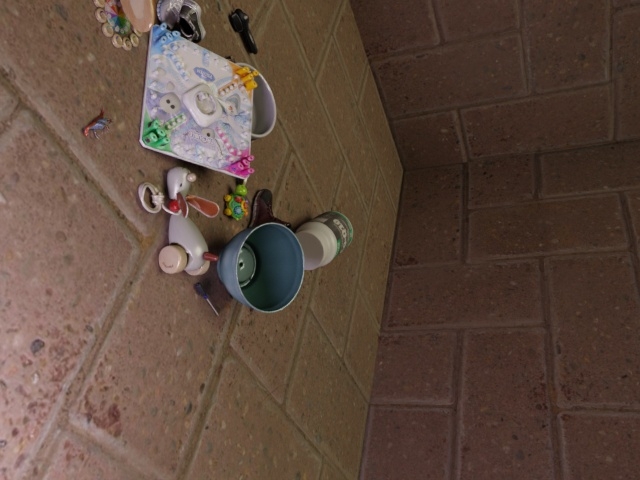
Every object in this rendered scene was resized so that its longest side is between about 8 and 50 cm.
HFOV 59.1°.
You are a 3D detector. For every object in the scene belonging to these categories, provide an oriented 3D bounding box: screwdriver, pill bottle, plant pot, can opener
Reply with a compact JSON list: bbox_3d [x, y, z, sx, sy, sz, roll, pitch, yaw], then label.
[{"bbox_3d":[-0.360,0.194,1.825,0.170,0.025,0.024,63,31,-41],"label":"screwdriver"},{"bbox_3d":[0.000,0.000,2.513,0.361,0.204,0.205,-36,119,-64],"label":"pill bottle"},{"bbox_3d":[-0.223,0.086,1.899,0.292,0.196,0.294,-2,93,-45],"label":"plant pot"},{"bbox_3d":[-0.292,-0.809,2.192,0.059,0.073,0.186,52,-8,42],"label":"can opener"}]

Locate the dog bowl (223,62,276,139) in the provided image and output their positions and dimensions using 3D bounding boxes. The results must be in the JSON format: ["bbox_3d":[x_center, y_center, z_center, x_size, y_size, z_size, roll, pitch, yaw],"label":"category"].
[{"bbox_3d":[-0.280,-0.479,1.983,0.264,0.104,0.265,20,65,-50],"label":"dog bowl"}]

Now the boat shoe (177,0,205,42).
[{"bbox_3d":[-0.412,-0.666,1.763,0.070,0.077,0.219,-64,-177,-10],"label":"boat shoe"}]

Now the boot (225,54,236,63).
[{"bbox_3d":[-0.317,-0.644,2.098,0.118,0.042,0.087,-66,137,-62],"label":"boot"}]

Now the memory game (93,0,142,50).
[{"bbox_3d":[-0.552,-0.618,1.551,0.186,0.012,0.186,-5,90,-67],"label":"memory game"}]

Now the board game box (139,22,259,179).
[{"bbox_3d":[-0.357,-0.425,1.755,0.389,0.050,0.391,15,70,-44],"label":"board game box"}]

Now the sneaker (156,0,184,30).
[{"bbox_3d":[-0.446,-0.737,1.746,0.071,0.082,0.191,45,46,-60],"label":"sneaker"}]

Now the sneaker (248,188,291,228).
[{"bbox_3d":[-0.177,-0.081,2.148,0.106,0.162,0.282,56,36,-50],"label":"sneaker"}]

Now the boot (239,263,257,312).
[{"bbox_3d":[-0.232,0.139,2.109,0.190,0.075,0.209,-55,128,-61],"label":"boot"}]

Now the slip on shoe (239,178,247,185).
[{"bbox_3d":[-0.292,-0.261,2.077,0.041,0.051,0.136,9,83,-27],"label":"slip on shoe"}]

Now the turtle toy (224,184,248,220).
[{"bbox_3d":[-0.292,-0.135,2.008,0.095,0.066,0.130,20,67,-66],"label":"turtle toy"}]

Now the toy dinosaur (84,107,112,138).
[{"bbox_3d":[-0.569,-0.290,1.430,0.090,0.047,0.082,54,29,12],"label":"toy dinosaur"}]

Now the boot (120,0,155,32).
[{"bbox_3d":[-0.479,-0.723,1.608,0.211,0.104,0.296,-22,96,-68],"label":"boot"}]

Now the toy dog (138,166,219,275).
[{"bbox_3d":[-0.376,-0.047,1.658,0.220,0.160,0.334,-46,127,-62],"label":"toy dog"}]
